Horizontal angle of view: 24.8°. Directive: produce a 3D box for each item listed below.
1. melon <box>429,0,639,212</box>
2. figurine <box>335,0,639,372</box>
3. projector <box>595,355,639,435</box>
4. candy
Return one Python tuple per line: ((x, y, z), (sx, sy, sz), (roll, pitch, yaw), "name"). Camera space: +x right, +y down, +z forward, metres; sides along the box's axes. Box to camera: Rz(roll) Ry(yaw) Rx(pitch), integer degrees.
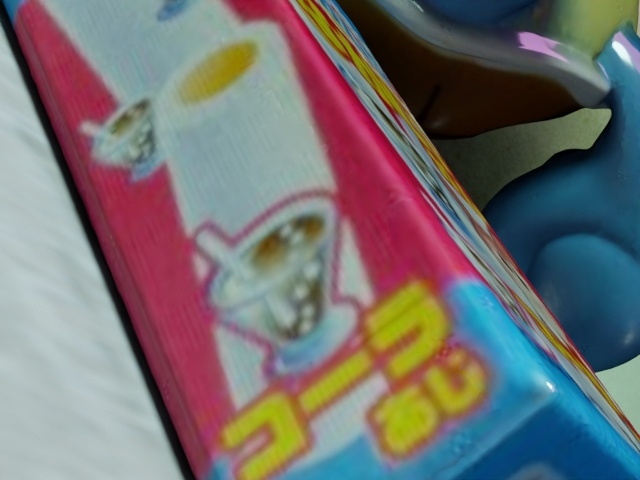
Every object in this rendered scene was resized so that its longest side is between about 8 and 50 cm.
((0.124, -0.111, 0.954), (0.268, 0.269, 0.330), (-54, 119, -80), "melon")
((0.058, -0.142, 0.723), (0.416, 0.243, 0.298), (45, 37, 13), "figurine")
((0.268, 0.117, 0.880), (0.249, 0.248, 0.248), (58, 11, 32), "projector")
((0.001, -0.001, 0.493), (0.157, 0.100, 0.306), (42, 13, -46), "candy")
